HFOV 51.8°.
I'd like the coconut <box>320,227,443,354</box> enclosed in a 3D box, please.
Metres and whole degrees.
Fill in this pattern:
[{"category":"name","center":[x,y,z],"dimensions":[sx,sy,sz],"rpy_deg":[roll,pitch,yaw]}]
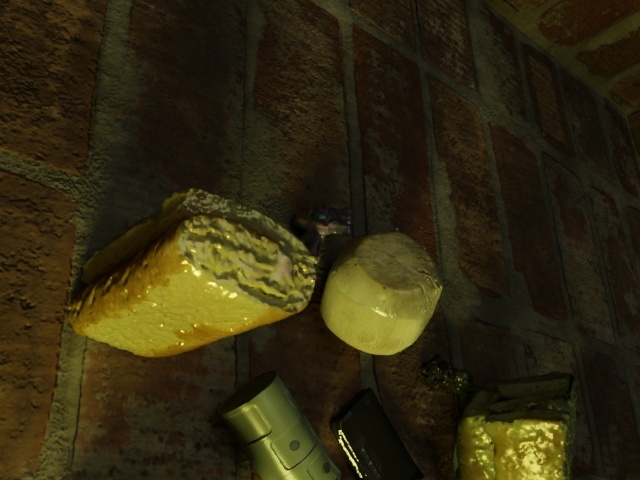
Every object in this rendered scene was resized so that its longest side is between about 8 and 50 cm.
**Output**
[{"category":"coconut","center":[0.127,0.115,1.399],"dimensions":[0.245,0.247,0.245],"rpy_deg":[7,49,-8]}]

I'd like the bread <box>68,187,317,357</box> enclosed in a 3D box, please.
[{"category":"bread","center":[-0.198,0.065,0.999],"dimensions":[0.236,0.375,0.165],"rpy_deg":[25,57,-31]}]

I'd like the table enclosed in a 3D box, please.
[{"category":"table","center":[-0.071,0.357,1.167],"dimensions":[0.126,0.126,0.220],"rpy_deg":[-38,98,-47]}]

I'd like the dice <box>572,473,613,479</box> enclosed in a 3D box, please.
[{"category":"dice","center":[0.663,0.764,1.551],"dimensions":[0.304,0.277,0.304],"rpy_deg":[42,47,-4]}]

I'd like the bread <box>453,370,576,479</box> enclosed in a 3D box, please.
[{"category":"bread","center":[0.459,0.454,1.547],"dimensions":[0.395,0.264,0.239],"rpy_deg":[-21,105,-66]}]

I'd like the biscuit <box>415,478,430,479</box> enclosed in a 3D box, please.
[{"category":"biscuit","center":[0.207,0.577,1.388],"dimensions":[0.152,0.020,0.152],"rpy_deg":[-3,94,-48]}]

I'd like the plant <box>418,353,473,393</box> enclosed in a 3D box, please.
[{"category":"plant","center":[0.308,0.329,1.598],"dimensions":[0.174,0.087,0.085],"rpy_deg":[23,86,-30]}]

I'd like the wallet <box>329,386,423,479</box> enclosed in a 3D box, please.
[{"category":"wallet","center":[0.121,0.446,1.377],"dimensions":[0.149,0.044,0.250],"rpy_deg":[-32,95,-44]}]

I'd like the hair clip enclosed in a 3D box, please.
[{"category":"hair clip","center":[-0.003,-0.009,1.424],"dimensions":[0.278,0.137,0.090],"rpy_deg":[-61,150,-42]}]
